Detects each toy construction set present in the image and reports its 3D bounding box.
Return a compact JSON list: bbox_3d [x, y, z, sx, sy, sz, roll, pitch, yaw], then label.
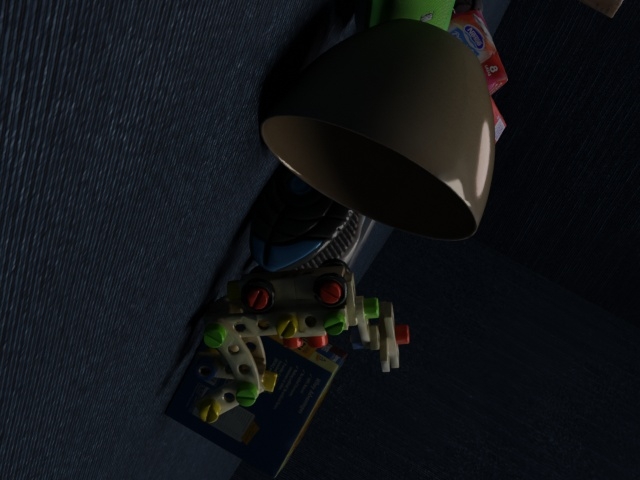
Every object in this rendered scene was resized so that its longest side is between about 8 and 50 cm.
[{"bbox_3d":[-0.031,0.137,1.682,0.151,0.328,0.215,-116,-163,-69],"label":"toy construction set"}]

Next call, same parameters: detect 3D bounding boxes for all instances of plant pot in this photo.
[{"bbox_3d":[0.095,-0.152,1.413,0.284,0.284,0.191,93,22,-76],"label":"plant pot"}]

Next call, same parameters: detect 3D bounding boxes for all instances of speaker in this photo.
[{"bbox_3d":[0.108,-0.321,1.436,0.131,0.131,0.296,-59,173,-13],"label":"speaker"}]

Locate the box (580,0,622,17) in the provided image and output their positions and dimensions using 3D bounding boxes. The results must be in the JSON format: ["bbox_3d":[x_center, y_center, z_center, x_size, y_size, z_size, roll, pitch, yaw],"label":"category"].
[{"bbox_3d":[0.407,-0.523,2.044,0.121,0.311,0.148,-61,173,3],"label":"box"}]

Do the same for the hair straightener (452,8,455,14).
[{"bbox_3d":[0.162,-0.330,1.805,0.230,0.047,0.089,-1,123,-50],"label":"hair straightener"}]

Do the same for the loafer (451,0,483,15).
[{"bbox_3d":[0.187,-0.344,2.223,0.302,0.095,0.109,-58,-156,11],"label":"loafer"}]

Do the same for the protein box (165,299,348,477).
[{"bbox_3d":[-0.098,0.226,1.858,0.199,0.201,0.136,-62,174,12],"label":"protein box"}]

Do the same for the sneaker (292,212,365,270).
[{"bbox_3d":[0.000,0.000,1.953,0.366,0.135,0.150,-53,167,-44],"label":"sneaker"}]

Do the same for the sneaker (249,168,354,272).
[{"bbox_3d":[0.007,-0.076,1.706,0.341,0.125,0.139,-57,172,-28],"label":"sneaker"}]

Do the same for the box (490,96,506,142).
[{"bbox_3d":[0.200,-0.224,2.072,0.154,0.142,0.300,-60,151,-6],"label":"box"}]

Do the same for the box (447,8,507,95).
[{"bbox_3d":[0.155,-0.231,1.768,0.128,0.122,0.257,-18,171,-22],"label":"box"}]

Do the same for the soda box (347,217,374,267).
[{"bbox_3d":[0.063,-0.039,2.455,0.286,0.091,0.098,-65,173,31],"label":"soda box"}]
